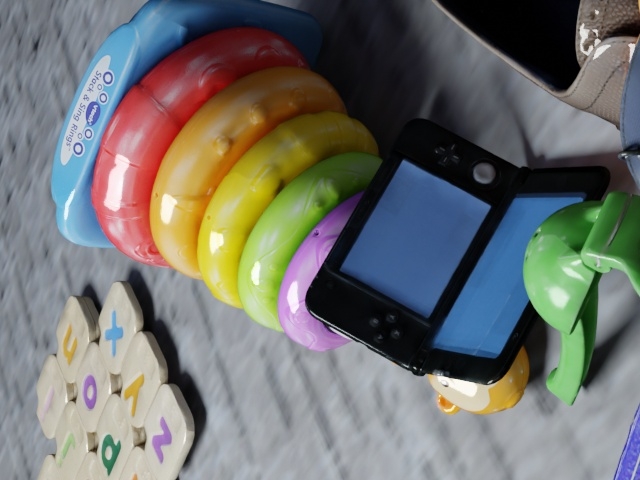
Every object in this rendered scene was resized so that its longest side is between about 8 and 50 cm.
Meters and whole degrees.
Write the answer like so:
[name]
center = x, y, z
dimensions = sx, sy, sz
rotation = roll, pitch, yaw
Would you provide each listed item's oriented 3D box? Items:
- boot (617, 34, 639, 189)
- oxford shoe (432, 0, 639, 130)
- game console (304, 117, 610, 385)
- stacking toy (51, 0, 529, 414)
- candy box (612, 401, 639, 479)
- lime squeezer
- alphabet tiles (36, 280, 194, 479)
[boot]
center = 0.145, -0.006, 0.453
dimensions = 0.106, 0.082, 0.219
rotation = 36, 121, 43
[oxford shoe]
center = 0.168, -0.061, 0.525
dimensions = 0.363, 0.132, 0.130
rotation = 30, 114, 52
[game console]
center = 0.064, 0.000, 0.696
dimensions = 0.122, 0.107, 0.071
rotation = -59, -8, -15
[stacking toy]
center = 0.000, 0.000, 0.802
dimensions = 0.302, 0.165, 0.175
rotation = 41, 115, 32
[candy box]
center = 0.180, 0.202, 0.307
dimensions = 0.317, 0.122, 0.268
rotation = 40, 123, 51
[lime squeezer]
center = 0.143, 0.026, 0.551
dimensions = 0.110, 0.059, 0.310
rotation = 51, 155, -9
[alphabet tiles]
center = -0.170, 0.184, 1.154
dimensions = 0.284, 0.021, 0.278
rotation = 58, 135, 39
